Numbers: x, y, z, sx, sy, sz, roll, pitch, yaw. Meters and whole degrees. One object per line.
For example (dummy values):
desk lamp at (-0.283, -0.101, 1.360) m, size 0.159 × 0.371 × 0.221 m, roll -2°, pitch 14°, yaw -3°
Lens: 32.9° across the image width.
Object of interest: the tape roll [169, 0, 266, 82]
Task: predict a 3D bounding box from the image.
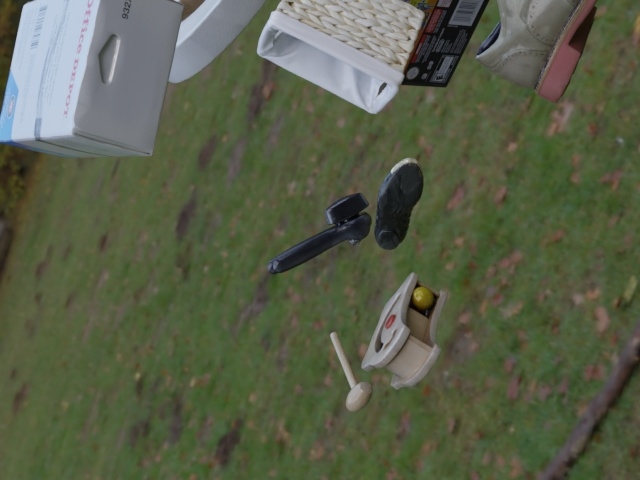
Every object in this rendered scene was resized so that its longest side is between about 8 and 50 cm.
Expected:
tape roll at (-0.193, -0.473, 2.052) m, size 0.392 × 0.072 × 0.392 m, roll -39°, pitch 28°, yaw 26°

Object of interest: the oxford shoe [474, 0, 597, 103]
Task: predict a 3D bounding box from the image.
oxford shoe at (0.252, -0.303, 1.173) m, size 0.123 × 0.130 × 0.348 m, roll -61°, pitch -12°, yaw -45°

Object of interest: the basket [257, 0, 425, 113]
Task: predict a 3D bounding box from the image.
basket at (0.025, -0.238, 1.254) m, size 0.103 × 0.167 × 0.113 m, roll -65°, pitch 6°, yaw -13°

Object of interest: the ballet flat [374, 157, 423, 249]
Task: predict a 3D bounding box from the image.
ballet flat at (0.103, -0.054, 1.478) m, size 0.173 × 0.058 × 0.049 m, roll 104°, pitch 174°, yaw -50°

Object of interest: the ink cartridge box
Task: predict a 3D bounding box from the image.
ink cartridge box at (-0.340, -0.239, 1.565) m, size 0.307 × 0.129 × 0.223 m, roll 5°, pitch 83°, yaw 55°

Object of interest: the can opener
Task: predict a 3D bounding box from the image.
can opener at (0.000, 0.000, 1.619) m, size 0.186 × 0.073 × 0.059 m, roll -32°, pitch -2°, yaw -17°

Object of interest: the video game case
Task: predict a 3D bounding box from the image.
video game case at (0.166, -0.396, 1.995) m, size 0.275 × 0.248 × 0.035 m, roll 114°, pitch 149°, yaw -48°

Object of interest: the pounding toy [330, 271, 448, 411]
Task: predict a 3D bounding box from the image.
pounding toy at (0.118, 0.159, 1.873) m, size 0.154 × 0.155 × 0.269 m, roll -49°, pitch 13°, yaw 49°
